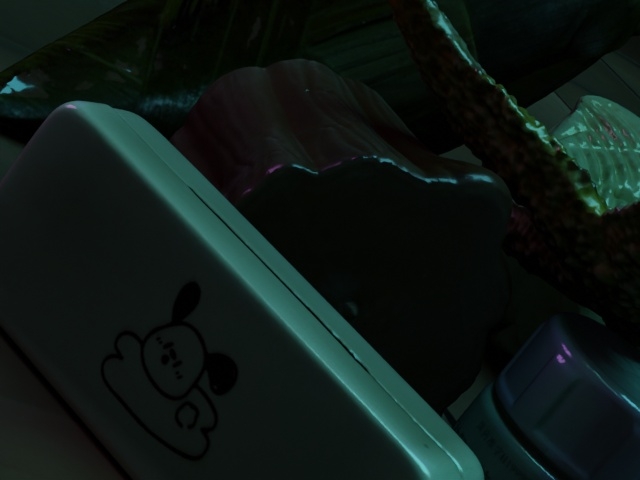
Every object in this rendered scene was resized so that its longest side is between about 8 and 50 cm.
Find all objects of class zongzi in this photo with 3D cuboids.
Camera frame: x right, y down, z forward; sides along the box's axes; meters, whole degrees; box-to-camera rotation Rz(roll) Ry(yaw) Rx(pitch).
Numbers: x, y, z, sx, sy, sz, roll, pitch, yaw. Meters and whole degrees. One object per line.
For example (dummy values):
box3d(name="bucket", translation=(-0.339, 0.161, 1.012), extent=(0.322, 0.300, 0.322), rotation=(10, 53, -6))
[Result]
box3d(name="zongzi", translation=(0.009, -0.154, 1.280), extent=(0.432, 0.403, 0.208), rotation=(-10, 83, -59))

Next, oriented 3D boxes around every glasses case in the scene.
box3d(name="glasses case", translation=(-0.061, 0.067, 0.943), extent=(0.313, 0.131, 0.070), rotation=(45, 19, 23))

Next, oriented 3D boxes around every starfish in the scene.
box3d(name="starfish", translation=(0.185, -0.029, 1.121), extent=(0.384, 0.132, 0.398), rotation=(42, -2, 22))

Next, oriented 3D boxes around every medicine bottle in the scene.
box3d(name="medicine bottle", translation=(0.143, 0.144, 1.081), extent=(0.135, 0.168, 0.135), rotation=(34, 17, -12))

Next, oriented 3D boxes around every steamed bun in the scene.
box3d(name="steamed bun", translation=(0.254, 0.040, 1.526), extent=(0.276, 0.203, 0.289), rotation=(-23, 57, -41))

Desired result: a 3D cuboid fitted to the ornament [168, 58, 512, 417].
box3d(name="ornament", translation=(0.000, 0.000, 1.146), extent=(0.221, 0.235, 0.217), rotation=(58, 3, -28))
